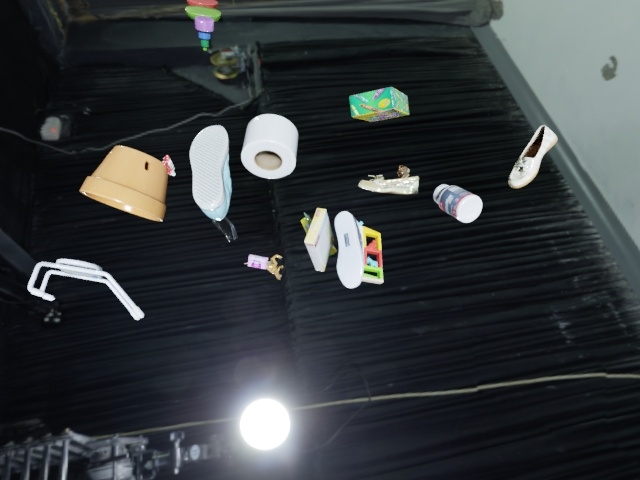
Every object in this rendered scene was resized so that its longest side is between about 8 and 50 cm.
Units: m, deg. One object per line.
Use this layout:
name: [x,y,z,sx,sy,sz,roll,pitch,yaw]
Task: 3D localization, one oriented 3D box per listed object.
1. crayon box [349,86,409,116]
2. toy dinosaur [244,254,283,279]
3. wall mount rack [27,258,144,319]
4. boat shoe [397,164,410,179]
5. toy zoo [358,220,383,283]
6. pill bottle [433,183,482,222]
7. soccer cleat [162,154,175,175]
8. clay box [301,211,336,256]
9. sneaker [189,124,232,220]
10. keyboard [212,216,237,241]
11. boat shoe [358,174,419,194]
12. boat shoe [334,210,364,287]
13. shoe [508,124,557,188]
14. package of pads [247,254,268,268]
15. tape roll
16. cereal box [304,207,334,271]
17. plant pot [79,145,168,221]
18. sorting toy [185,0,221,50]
crayon box: [0.239,-0.531,1.637,0.278,0.165,0.081,-26,-70,-64]
toy dinosaur: [-0.226,0.111,1.866,0.064,0.112,0.211,16,162,48]
wall mount rack: [-0.692,0.152,1.268,0.350,0.304,0.130,-22,55,62]
boat shoe: [0.447,-0.365,2.269,0.064,0.060,0.178,-48,8,30]
toy zoo: [0.190,0.044,1.889,0.030,0.192,0.293,136,141,-56]
pill bottle: [0.512,-0.148,1.569,0.180,0.108,0.108,-129,32,-58]
soccer cleat: [-0.541,-0.268,1.485,0.035,0.029,0.083,31,-148,-63]
clay box: [-0.017,-0.030,1.996,0.222,0.053,0.127,44,-168,-35]
sneaker: [-0.379,-0.234,1.460,0.150,0.135,0.365,87,-179,-62]
keyboard: [-0.506,-0.112,2.055,0.317,0.033,0.201,44,152,27]
boat shoe: [0.323,-0.273,1.976,0.104,0.285,0.089,-66,-20,-78]
boat shoe: [0.122,0.039,1.608,0.102,0.108,0.301,21,-124,-57]
shoe: [0.631,-0.253,1.249,0.058,0.219,0.076,43,169,-33]
package of pads: [-0.270,0.093,1.787,0.032,0.083,0.050,-78,-3,-66]
tape roll: [-0.226,-0.421,1.875,0.246,0.246,0.169,97,177,-56]
cereal box: [0.000,0.000,1.749,0.240,0.047,0.173,72,-147,-55]
plant pot: [-0.694,-0.214,1.532,0.291,0.291,0.203,141,149,-79]
sorting toy: [-0.446,-0.816,1.574,0.365,0.127,0.126,-110,25,-45]
